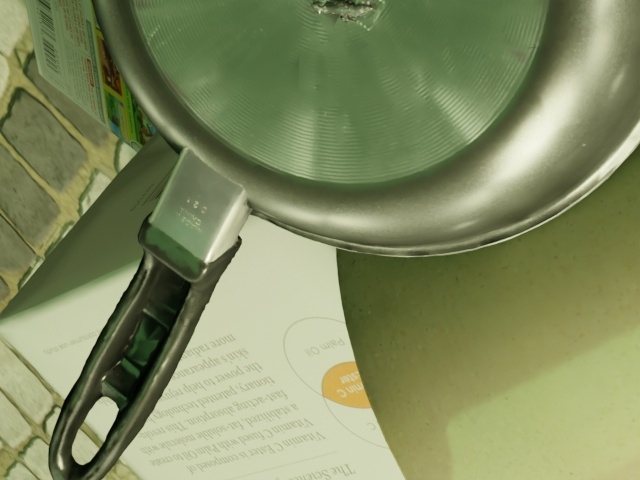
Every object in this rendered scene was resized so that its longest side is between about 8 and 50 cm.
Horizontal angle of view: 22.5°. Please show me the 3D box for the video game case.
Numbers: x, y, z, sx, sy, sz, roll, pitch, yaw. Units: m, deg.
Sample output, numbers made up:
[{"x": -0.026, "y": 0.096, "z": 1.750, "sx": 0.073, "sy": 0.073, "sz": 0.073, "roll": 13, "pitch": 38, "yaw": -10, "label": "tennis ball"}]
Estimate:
[{"x": -0.102, "y": -0.140, "z": 0.854, "sx": 0.206, "sy": 0.026, "sz": 0.227, "roll": 37, "pitch": 144, "yaw": 36, "label": "video game case"}]

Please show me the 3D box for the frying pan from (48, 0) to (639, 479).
[{"x": -0.037, "y": -0.054, "z": 0.499, "sx": 0.326, "sy": 0.053, "sz": 0.197, "roll": -33, "pitch": 94, "yaw": 28, "label": "frying pan"}]

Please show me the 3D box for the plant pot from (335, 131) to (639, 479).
[{"x": 0.188, "y": -0.012, "z": 0.531, "sx": 0.274, "sy": 0.256, "sz": 0.256, "roll": -32, "pitch": 99, "yaw": 41, "label": "plant pot"}]

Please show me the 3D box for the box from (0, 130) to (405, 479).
[{"x": 0.062, "y": 0.082, "z": 0.746, "sx": 0.215, "sy": 0.168, "sz": 0.345, "roll": -22, "pitch": 115, "yaw": 45, "label": "box"}]
